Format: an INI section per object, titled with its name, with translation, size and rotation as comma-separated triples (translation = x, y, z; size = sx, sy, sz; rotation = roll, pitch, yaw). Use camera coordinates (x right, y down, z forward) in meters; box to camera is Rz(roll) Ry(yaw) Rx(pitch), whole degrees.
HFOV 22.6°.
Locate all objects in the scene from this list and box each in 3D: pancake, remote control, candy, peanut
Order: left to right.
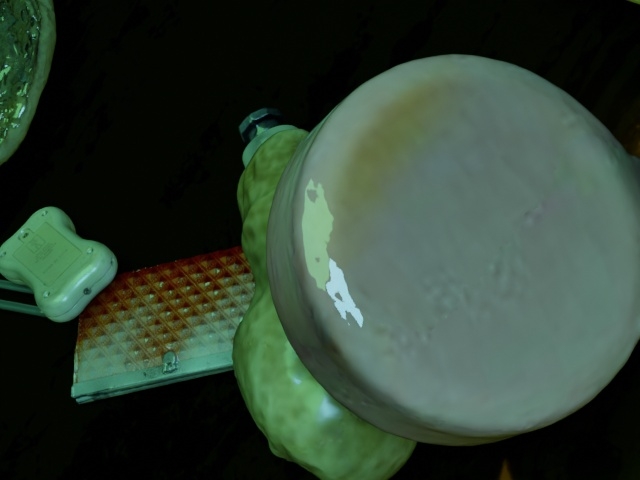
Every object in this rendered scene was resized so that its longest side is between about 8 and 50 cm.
[pancake]
translation = -0.343, -0.154, 1.464
size = 0.282, 0.049, 0.282
rotation = -14, 62, 28
[remote control]
translation = -0.215, 0.019, 1.303
size = 0.074, 0.032, 0.122
rotation = -45, 40, -9
[peanut]
translation = 0.001, 0.045, 1.088
size = 0.137, 0.122, 0.253
rotation = -6, 76, 23
[candy]
translation = 0.095, 0.004, 1.008
size = 0.094, 0.255, 0.255
rotation = 142, 139, -66

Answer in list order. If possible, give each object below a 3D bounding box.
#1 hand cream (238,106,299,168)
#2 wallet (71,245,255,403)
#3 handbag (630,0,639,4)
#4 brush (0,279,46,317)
[hand cream]
translation = 0.000, 0.000, 1.184
size = 0.080, 0.050, 0.234
rotation = -35, 61, 12
[wallet]
translation = -0.110, 0.061, 1.238
size = 0.197, 0.020, 0.103
rotation = -14, 58, 30
[handbag]
translation = 0.280, -0.342, 1.064
size = 0.283, 0.133, 0.401
rotation = 19, 77, 30
[brush]
translation = -0.325, 0.036, 1.384
size = 0.266, 0.027, 0.062
rotation = 7, 70, 34
